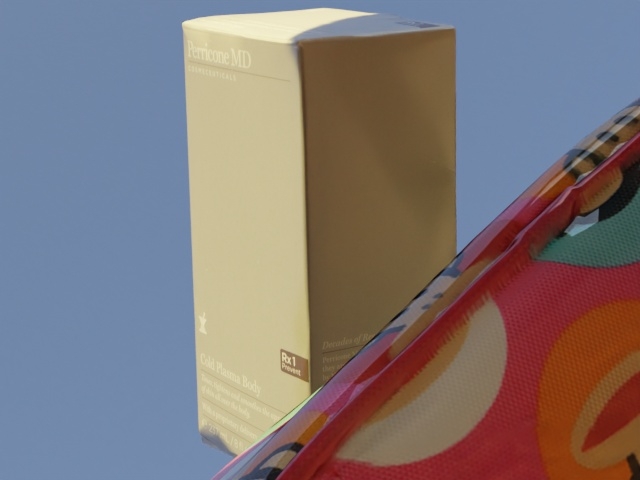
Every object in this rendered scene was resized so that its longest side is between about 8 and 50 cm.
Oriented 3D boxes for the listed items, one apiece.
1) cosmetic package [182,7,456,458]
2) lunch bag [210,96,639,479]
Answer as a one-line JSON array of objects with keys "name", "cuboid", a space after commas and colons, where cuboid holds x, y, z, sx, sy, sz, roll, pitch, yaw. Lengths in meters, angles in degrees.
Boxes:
[{"name": "cosmetic package", "cuboid": [0.000, 0.000, 0.833, 0.107, 0.127, 0.238, -13, -74, -31]}, {"name": "lunch bag", "cuboid": [0.041, 0.073, 0.462, 0.293, 0.258, 0.120, -38, -92, -27]}]
